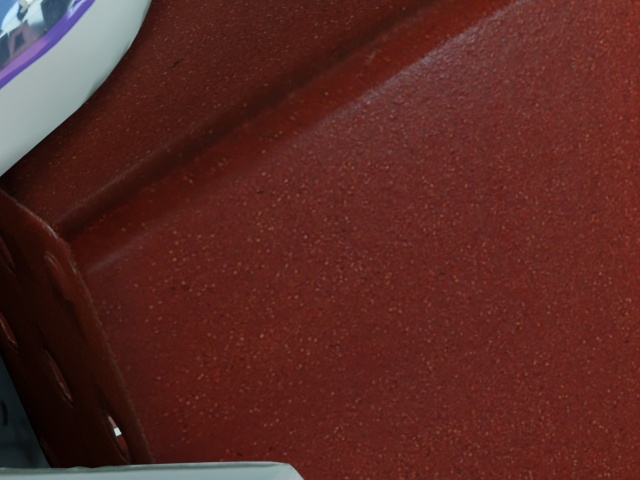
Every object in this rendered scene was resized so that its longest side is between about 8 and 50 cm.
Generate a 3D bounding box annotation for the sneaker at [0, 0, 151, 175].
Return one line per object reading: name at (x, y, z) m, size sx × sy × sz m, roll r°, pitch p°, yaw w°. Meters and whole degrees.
sneaker at (-0.165, -0.126, 0.520) m, size 0.322 × 0.130 × 0.236 m, roll -62°, pitch 145°, yaw -43°

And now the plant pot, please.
plant pot at (0.000, 0.000, 0.681) m, size 0.236 × 0.267 × 0.267 m, roll -29°, pitch 119°, yaw -19°

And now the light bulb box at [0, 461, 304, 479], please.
light bulb box at (-0.072, 0.304, 0.531) m, size 0.358 × 0.225 × 0.361 m, roll 57°, pitch 37°, yaw -47°
